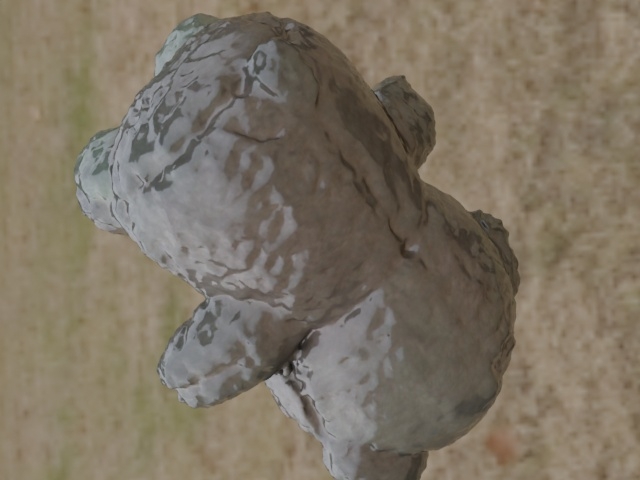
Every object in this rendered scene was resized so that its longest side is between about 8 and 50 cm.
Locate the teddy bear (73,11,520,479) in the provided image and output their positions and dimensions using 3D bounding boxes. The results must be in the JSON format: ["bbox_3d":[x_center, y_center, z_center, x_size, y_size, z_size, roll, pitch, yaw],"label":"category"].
[{"bbox_3d":[0.000,-0.001,0.803,0.151,0.267,0.236,2,50,48],"label":"teddy bear"}]
